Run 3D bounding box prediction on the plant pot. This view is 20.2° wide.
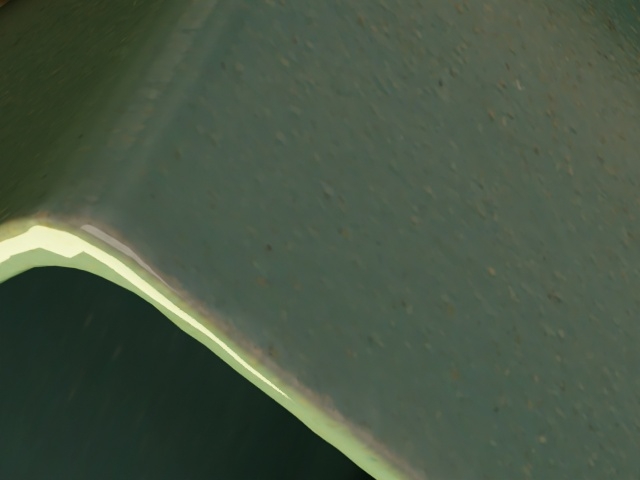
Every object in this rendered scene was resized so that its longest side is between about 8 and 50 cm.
[{"bbox_3d":[0.000,0.000,0.543,0.248,0.252,0.247,39,144,-24],"label":"plant pot"}]

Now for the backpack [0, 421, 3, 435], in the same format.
[{"bbox_3d":[-0.177,0.086,0.650,0.182,0.115,0.152,-43,112,9],"label":"backpack"}]
